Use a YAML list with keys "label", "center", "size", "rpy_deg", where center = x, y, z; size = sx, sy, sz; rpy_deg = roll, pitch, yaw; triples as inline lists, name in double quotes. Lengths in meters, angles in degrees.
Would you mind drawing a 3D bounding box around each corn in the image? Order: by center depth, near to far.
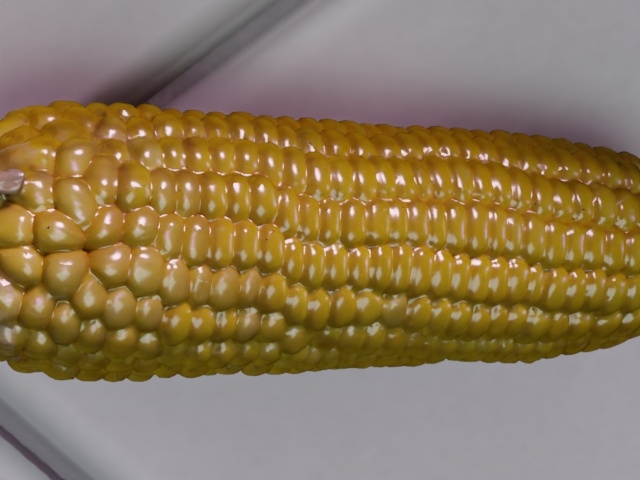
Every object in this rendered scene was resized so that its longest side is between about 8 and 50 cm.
- label: "corn"
  center: [0.000, 0.000, 0.726]
  size: [0.305, 0.106, 0.106]
  rpy_deg: [0, 122, -19]
